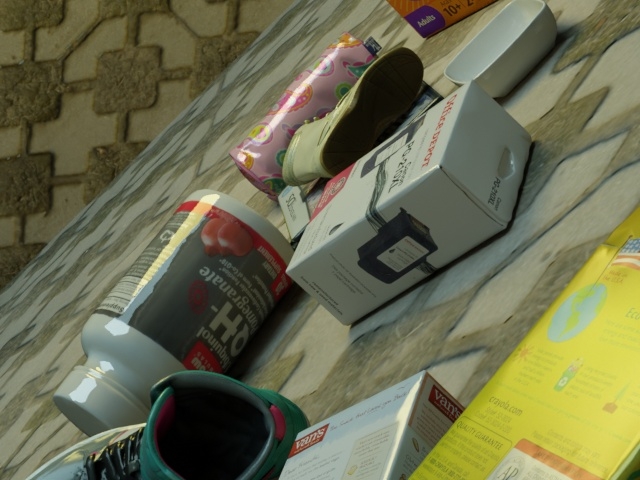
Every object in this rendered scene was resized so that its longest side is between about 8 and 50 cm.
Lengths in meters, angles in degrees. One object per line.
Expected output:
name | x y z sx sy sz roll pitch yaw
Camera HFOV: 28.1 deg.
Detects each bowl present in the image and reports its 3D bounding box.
bowl | 0.227 -0.229 1.565 0.142 0.053 0.142 -46 15 4

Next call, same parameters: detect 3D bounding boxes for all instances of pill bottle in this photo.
pill bottle | -0.180 0.106 1.573 0.318 0.176 0.176 -54 17 -23

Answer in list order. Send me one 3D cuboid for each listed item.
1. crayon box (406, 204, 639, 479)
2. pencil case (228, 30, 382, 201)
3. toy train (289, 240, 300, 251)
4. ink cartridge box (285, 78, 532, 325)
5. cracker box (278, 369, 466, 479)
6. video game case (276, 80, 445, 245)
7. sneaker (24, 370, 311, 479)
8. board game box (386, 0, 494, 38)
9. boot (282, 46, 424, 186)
crayon box | 0.181 0.115 0.791 0.318 0.081 0.202 -49 16 -7
pencil case | -0.010 -0.192 1.977 0.284 0.124 0.124 -47 16 -3
toy train | 0.000 0.000 1.626 0.158 0.036 0.027 -34 20 42
ink cartridge box | 0.094 -0.039 1.356 0.237 0.100 0.172 -34 20 38
cracker box | 0.019 0.223 0.974 0.156 0.067 0.232 -32 22 39
video game case | 0.053 -0.116 1.772 0.275 0.035 0.248 -45 16 7
sneaker | -0.153 0.202 1.138 0.296 0.123 0.178 -20 -17 -3
board game box | 0.218 -0.592 1.915 0.356 0.356 0.356 -54 17 -26
boot | 0.039 -0.164 1.726 0.213 0.077 0.165 -55 16 -18
